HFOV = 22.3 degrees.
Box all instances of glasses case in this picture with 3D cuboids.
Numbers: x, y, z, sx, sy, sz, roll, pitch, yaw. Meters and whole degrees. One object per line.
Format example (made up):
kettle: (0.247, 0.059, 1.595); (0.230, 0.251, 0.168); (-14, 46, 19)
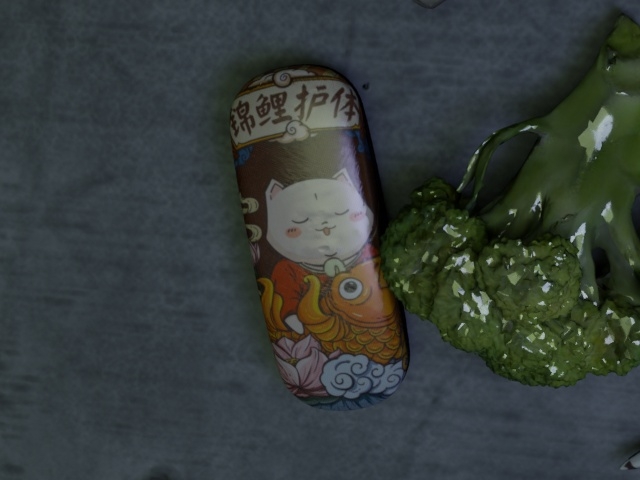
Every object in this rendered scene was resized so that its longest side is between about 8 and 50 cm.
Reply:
glasses case: (0.000, 0.000, 1.465); (0.122, 0.082, 0.321); (-7, 104, 18)

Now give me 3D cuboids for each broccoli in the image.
broccoli: (0.216, 0.003, 1.362); (0.302, 0.186, 0.254); (-42, 85, 26)

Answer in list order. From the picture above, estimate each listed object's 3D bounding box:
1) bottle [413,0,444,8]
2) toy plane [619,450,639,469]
bottle: (0.150, -0.297, 1.327); (0.233, 0.110, 0.110); (-34, 96, 19)
toy plane: (0.376, 0.153, 1.436); (0.234, 0.082, 0.160); (-20, 112, 32)
